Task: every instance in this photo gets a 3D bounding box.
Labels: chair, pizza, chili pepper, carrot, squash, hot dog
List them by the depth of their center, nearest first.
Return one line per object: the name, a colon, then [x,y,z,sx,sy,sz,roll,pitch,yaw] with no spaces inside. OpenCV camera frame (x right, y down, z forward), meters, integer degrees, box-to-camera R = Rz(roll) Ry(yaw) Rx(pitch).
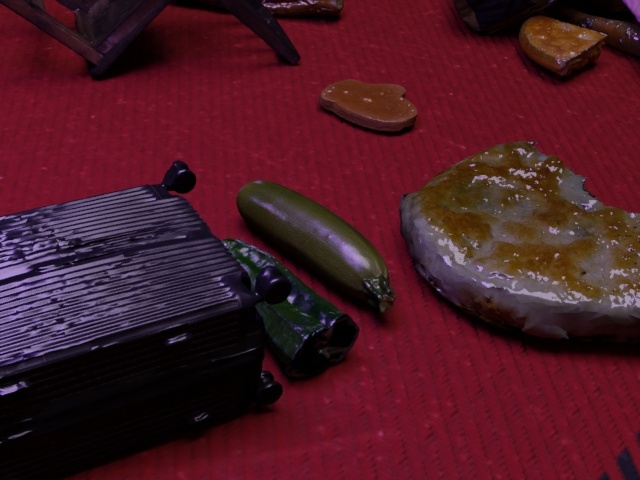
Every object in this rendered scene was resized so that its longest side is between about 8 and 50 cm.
chili pepper: [-0.064,0.053,1.109,0.088,0.059,0.227,-25,42,-30]
squash: [0.000,0.000,1.187,0.066,0.066,0.252,-24,45,-36]
chair: [-0.267,-0.349,1.581,0.240,0.416,0.203,-42,37,10]
pizza: [0.375,-0.295,1.689,0.134,0.046,0.175,4,34,1]
hot dog: [-0.105,-0.406,1.769,0.289,0.068,0.083,6,27,3]
carrot: [0.439,-0.357,1.794,0.049,0.049,0.254,-22,39,-34]

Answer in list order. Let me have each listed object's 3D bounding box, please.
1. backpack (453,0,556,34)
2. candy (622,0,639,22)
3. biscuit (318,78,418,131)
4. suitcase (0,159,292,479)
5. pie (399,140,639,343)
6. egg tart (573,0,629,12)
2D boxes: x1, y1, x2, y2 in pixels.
backpack: [0.327,-0.454,1.761,0.253,0.140,0.207,-25,30,22]
candy: [0.577,-0.329,1.661,0.156,0.115,0.265,20,32,-21]
biscuit: [0.074,-0.187,1.509,0.140,0.023,0.118,31,41,33]
suitcase: [-0.227,0.074,0.967,0.335,0.152,0.229,-15,38,-27]
pie: [0.244,-0.001,1.214,0.297,0.078,0.371,-12,36,-25]
egg tart: [0.528,-0.464,1.885,0.295,0.116,0.295,-3,24,1]
